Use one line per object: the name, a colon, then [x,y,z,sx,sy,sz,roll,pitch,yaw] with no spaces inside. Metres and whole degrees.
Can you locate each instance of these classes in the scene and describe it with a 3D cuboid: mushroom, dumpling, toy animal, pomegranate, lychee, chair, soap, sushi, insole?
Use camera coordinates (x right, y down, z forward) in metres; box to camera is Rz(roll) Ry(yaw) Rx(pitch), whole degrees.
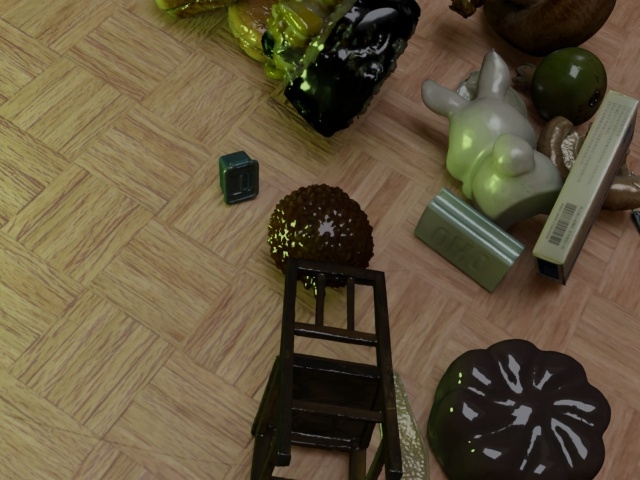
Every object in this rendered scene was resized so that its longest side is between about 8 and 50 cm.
mushroom: [0.493,-0.605,1.932,0.356,0.334,0.331,38,20,-16]
dumpling: [0.376,-0.279,1.834,0.155,0.111,0.181,-27,53,9]
toy animal: [0.349,-0.205,1.681,0.196,0.241,0.367,-20,58,1]
pomegranate: [0.542,-0.360,1.871,0.210,0.179,0.179,40,59,14]
lychee: [0.000,0.000,1.521,0.200,0.200,0.238,9,52,-7]
chair: [0.001,0.259,1.343,0.203,0.240,0.416,9,38,-6]
soap: [0.289,-0.001,1.622,0.198,0.119,0.066,38,58,13]
sushi: [0.011,-0.408,1.679,0.285,0.328,0.328,32,93,-9]
mushroom: [0.565,-0.141,1.762,0.151,0.156,0.286,-38,62,-18]
insole: [0.138,0.334,1.442,0.081,0.011,0.248,-6,59,-15]

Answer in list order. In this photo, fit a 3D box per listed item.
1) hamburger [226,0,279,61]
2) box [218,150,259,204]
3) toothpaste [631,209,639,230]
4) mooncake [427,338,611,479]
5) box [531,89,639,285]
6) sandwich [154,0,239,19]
hamburger: [-0.114,-0.502,1.867,0.214,0.108,0.213,6,62,-12]
box: [-0.163,-0.126,1.621,0.074,0.099,0.054,-16,48,-20]
toothpaste: [0.695,-0.034,1.792,0.027,0.019,0.083,-2,61,-34]
mooncake: [0.343,0.310,1.421,0.306,0.154,0.306,4,59,-7]
box: [0.511,-0.093,1.597,0.065,0.200,0.343,24,84,21]
sandwich: [-0.228,-0.616,1.840,0.254,0.099,0.288,1,47,40]
